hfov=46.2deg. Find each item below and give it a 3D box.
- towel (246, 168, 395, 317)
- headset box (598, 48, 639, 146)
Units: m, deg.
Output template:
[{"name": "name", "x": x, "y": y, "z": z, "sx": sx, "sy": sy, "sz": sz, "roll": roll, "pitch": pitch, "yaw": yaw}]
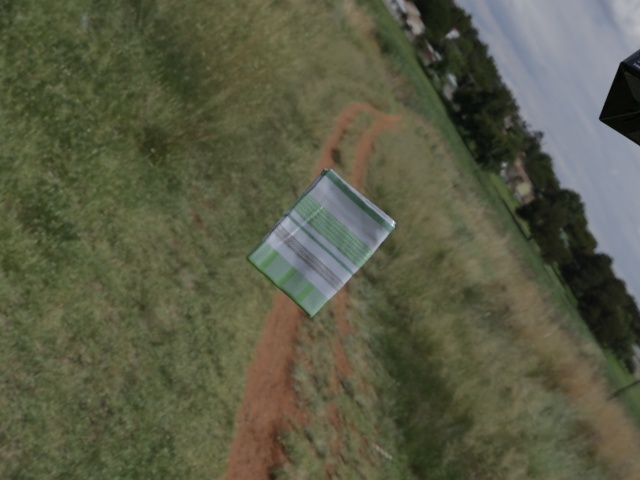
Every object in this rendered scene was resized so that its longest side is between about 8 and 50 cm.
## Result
[{"name": "towel", "x": 0.000, "y": 0.000, "z": 0.888, "sx": 0.113, "sy": 0.152, "sz": 0.023, "roll": 40, "pitch": -9, "yaw": 13}, {"name": "headset box", "x": 0.572, "y": -0.214, "z": 1.035, "sx": 0.218, "sy": 0.293, "sz": 0.110, "roll": 42, "pitch": -27, "yaw": 27}]
